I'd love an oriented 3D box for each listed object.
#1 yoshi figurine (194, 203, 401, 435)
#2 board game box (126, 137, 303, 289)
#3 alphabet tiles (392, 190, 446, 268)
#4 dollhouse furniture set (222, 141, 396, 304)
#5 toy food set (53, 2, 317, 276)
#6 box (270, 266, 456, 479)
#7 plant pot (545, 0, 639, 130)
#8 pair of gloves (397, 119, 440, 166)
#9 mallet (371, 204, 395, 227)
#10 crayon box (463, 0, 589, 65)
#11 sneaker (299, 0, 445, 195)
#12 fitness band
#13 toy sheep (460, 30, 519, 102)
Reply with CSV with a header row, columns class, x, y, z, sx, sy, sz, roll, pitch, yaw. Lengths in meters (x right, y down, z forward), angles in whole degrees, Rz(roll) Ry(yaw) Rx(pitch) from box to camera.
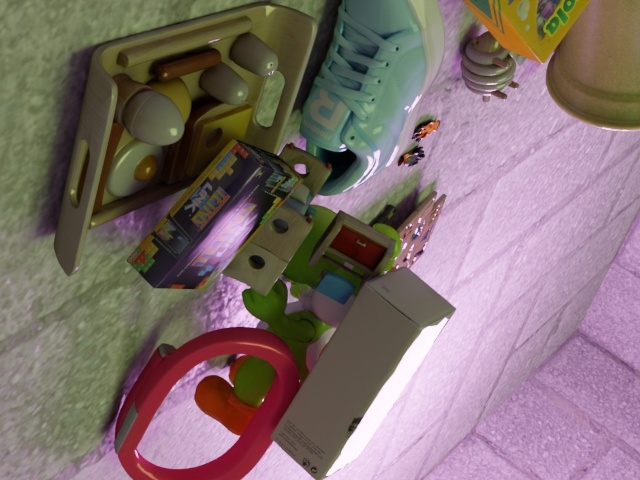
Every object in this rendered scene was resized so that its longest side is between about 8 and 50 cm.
class,x,y,z,sx,sy,sz,roll,pitch,yaw
yoshi figurine,-0.043,0.088,1.576,0.203,0.203,0.362,21,121,-33
board game box,-0.107,-0.023,1.207,0.170,0.048,0.141,-48,167,10
alphabet tiles,0.101,0.069,1.933,0.342,0.011,0.285,-45,162,-34
dollhouse furniture set,0.000,0.000,1.368,0.129,0.184,0.129,-55,-169,37
toy food set,-0.130,-0.104,1.153,0.306,0.092,0.219,-28,146,-48
box,0.053,0.172,1.464,0.113,0.094,0.275,-20,145,-55
plant pot,0.515,-0.368,1.898,0.276,0.276,0.254,-43,144,-26
pair of gloves,0.154,-0.149,1.774,0.074,0.010,0.083,-21,142,-54
mallet,0.058,0.013,1.791,0.189,0.039,0.062,-54,162,-12
crayon box,0.265,-0.368,1.433,0.203,0.083,0.323,-54,137,0
sneaker,0.048,-0.177,1.353,0.150,0.135,0.366,-45,156,-29
fitness band,-0.151,0.227,1.502,0.209,0.054,0.291,17,118,-31
toy sheep,0.252,-0.257,1.711,0.091,0.091,0.132,-39,145,-33
